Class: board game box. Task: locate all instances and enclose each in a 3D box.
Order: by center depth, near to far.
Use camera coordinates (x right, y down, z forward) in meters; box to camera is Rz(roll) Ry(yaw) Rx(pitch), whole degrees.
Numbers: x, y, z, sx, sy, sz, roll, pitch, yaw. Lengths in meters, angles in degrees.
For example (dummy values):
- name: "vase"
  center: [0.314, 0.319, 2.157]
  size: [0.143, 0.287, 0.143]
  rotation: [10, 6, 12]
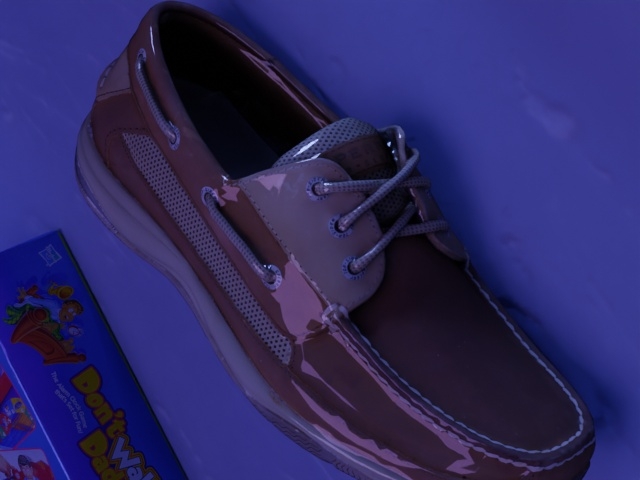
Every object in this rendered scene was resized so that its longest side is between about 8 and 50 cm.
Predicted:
- name: "board game box"
  center: [-0.246, 0.161, 1.015]
  size: [0.347, 0.078, 0.233]
  rotation: [-28, 89, 48]

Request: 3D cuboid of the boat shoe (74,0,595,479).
- name: "boat shoe"
  center: [0.000, 0.000, 0.659]
  size: [0.324, 0.123, 0.116]
  rotation: [39, 131, 23]
